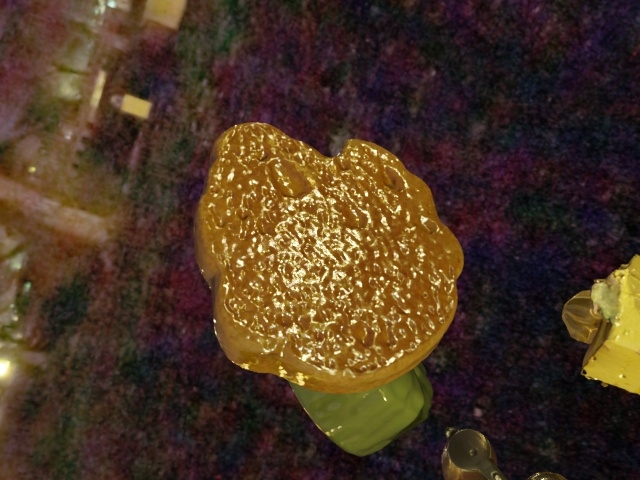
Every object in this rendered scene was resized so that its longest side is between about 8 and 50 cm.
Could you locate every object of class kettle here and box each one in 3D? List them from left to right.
[{"bbox_3d":[0.386,0.570,1.699,0.144,0.232,0.202,-36,59,-8],"label":"kettle"}]

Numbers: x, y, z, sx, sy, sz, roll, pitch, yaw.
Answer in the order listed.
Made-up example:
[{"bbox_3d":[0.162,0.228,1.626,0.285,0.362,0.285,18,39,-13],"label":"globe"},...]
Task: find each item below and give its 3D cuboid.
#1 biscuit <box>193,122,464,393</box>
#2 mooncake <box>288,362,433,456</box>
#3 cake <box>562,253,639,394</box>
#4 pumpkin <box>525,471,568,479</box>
[{"bbox_3d":[0.000,0.000,0.838,0.381,0.359,0.074,51,144,24],"label":"biscuit"},{"bbox_3d":[0.074,0.249,1.404,0.194,0.356,0.356,-35,34,14],"label":"mooncake"},{"bbox_3d":[0.655,0.180,1.393,0.227,0.286,0.222,86,-153,-60],"label":"cake"},{"bbox_3d":[0.534,0.739,1.632,0.325,0.242,0.232,-38,8,-2],"label":"pumpkin"}]
